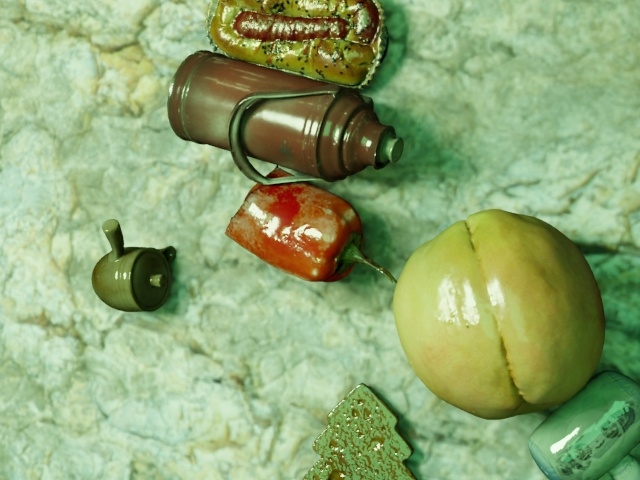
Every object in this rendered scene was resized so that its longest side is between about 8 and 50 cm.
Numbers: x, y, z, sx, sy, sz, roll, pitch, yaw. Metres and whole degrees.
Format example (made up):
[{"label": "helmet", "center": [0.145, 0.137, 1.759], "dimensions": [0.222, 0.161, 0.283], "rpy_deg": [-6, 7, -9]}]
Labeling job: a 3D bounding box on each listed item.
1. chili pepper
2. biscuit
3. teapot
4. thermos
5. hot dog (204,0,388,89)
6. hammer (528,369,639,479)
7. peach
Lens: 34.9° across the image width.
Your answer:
[{"label": "chili pepper", "center": [0.000, 0.000, 0.980], "dimensions": [0.192, 0.084, 0.086], "rpy_deg": [30, 122, 18]}, {"label": "biscuit", "center": [0.042, 0.203, 0.983], "dimensions": [0.119, 0.019, 0.130], "rpy_deg": [2, 87, 17]}, {"label": "teapot", "center": [-0.195, 0.017, 1.030], "dimensions": [0.080, 0.110, 0.085], "rpy_deg": [-1, 41, 29]}, {"label": "thermos", "center": [-0.024, -0.115, 0.969], "dimensions": [0.232, 0.124, 0.099], "rpy_deg": [17, 132, 27]}, {"label": "hot dog", "center": [-0.023, -0.216, 1.016], "dimensions": [0.191, 0.059, 0.108], "rpy_deg": [16, 96, 14]}, {"label": "hammer", "center": [0.284, 0.213, 0.895], "dimensions": [0.116, 0.069, 0.194], "rpy_deg": [-45, 84, 8]}, {"label": "peach", "center": [0.156, 0.068, 0.883], "dimensions": [0.184, 0.184, 0.184], "rpy_deg": [-1, 86, 16]}]
